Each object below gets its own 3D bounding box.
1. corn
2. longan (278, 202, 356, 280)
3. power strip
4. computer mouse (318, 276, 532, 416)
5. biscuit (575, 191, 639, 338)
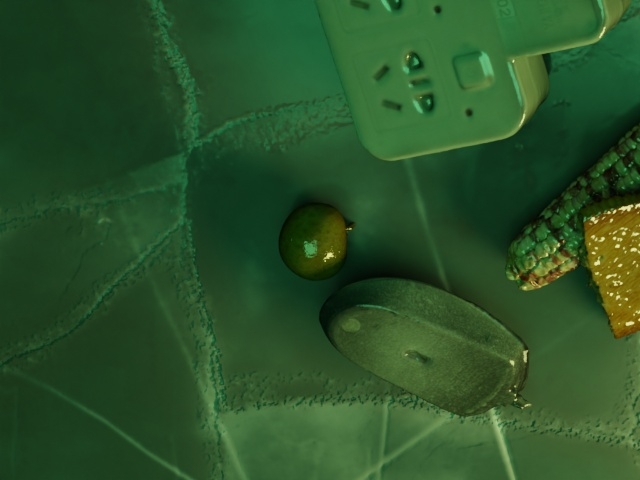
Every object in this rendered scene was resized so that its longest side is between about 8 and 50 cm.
[{"bbox_3d":[0.262,-0.037,1.614,0.237,0.079,0.079,-39,101,22],"label":"corn"},{"bbox_3d":[0.000,0.000,1.675,0.083,0.075,0.075,-18,113,-29],"label":"longan"},{"bbox_3d":[0.141,-0.213,1.555,0.261,0.141,0.229,-11,108,27],"label":"power strip"},{"bbox_3d":[0.107,0.094,1.692,0.229,0.068,0.113,26,131,-14],"label":"computer mouse"},{"bbox_3d":[0.300,0.013,1.606,0.126,0.025,0.206,-21,141,4],"label":"biscuit"}]
